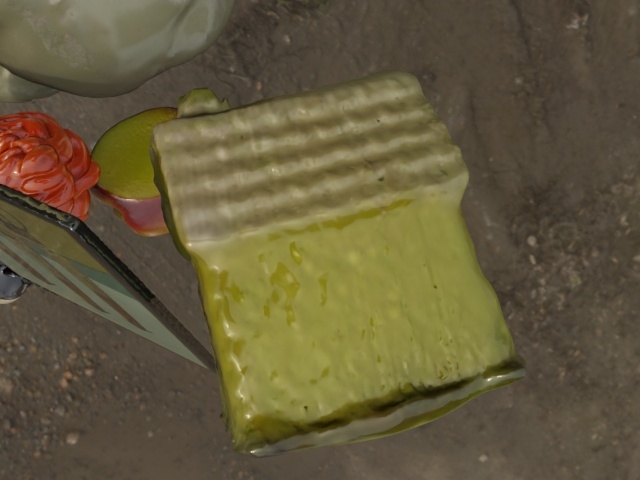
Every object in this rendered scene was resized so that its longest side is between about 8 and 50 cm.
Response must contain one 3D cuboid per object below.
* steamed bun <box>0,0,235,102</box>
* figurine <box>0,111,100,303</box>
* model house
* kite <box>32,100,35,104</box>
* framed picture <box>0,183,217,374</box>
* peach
[{"bbox_3d":[-0.230,-0.287,0.624,0.219,0.309,0.324,39,51,-62],"label":"steamed bun"},{"bbox_3d":[-0.594,-0.051,1.358,0.306,0.241,0.412,33,113,-5],"label":"figurine"},{"bbox_3d":[0.000,0.000,0.505,0.193,0.175,0.234,-15,94,-9],"label":"model house"},{"bbox_3d":[-0.505,-0.307,1.287,0.005,0.137,0.152,-7,98,8],"label":"kite"},{"bbox_3d":[-0.216,0.012,0.588,0.013,0.244,0.324,-61,162,-18],"label":"framed picture"},{"bbox_3d":[-0.342,-0.152,1.611,0.274,0.245,0.248,-43,96,-7],"label":"peach"}]
